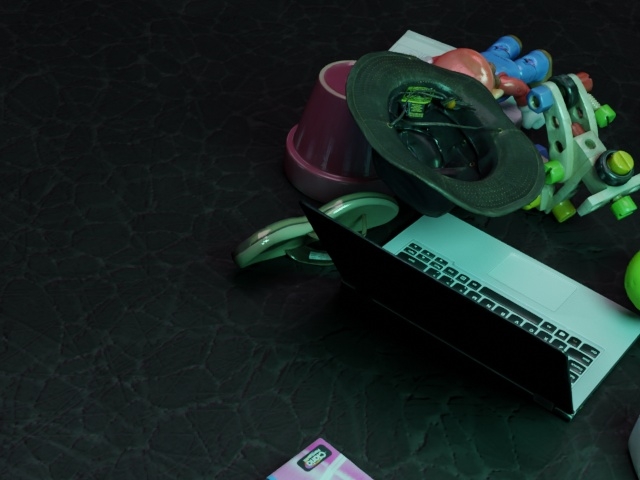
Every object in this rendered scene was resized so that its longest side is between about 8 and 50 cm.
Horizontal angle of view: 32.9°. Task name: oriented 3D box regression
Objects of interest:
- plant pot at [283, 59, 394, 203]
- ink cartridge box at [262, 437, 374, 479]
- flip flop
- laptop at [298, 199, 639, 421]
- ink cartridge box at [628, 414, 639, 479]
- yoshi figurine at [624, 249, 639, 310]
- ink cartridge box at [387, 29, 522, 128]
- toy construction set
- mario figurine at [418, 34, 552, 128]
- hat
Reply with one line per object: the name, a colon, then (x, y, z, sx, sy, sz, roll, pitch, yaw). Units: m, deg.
plant pot: (0.049, -0.181, 1.747, 0.201, 0.180, 0.201, 6, 39, -5)
ink cartridge box: (0.070, 0.376, 1.147, 0.371, 0.069, 0.176, 36, 45, 26)
flip flop: (0.000, 0.000, 1.582, 0.277, 0.112, 0.080, -19, 72, -35)
laptop: (0.226, 0.040, 1.461, 0.382, 0.236, 0.408, 31, 43, 24)
ink cartridge box: (0.511, 0.241, 1.329, 0.218, 0.158, 0.092, 6, 39, -4)
yoshi figurine: (0.563, 0.004, 1.541, 0.203, 0.203, 0.362, 28, 68, 30)
ink cartridge box: (0.229, -0.260, 1.977, 0.296, 0.066, 0.261, 25, 41, 18)
toy construction set: (0.421, -0.112, 1.753, 0.309, 0.257, 0.237, -12, 58, -50)
mario figurine: (0.267, -0.255, 1.864, 0.198, 0.170, 0.320, -4, 14, 39)
hat: (0.159, -0.127, 1.598, 0.331, 0.134, 0.331, 18, 41, -16)
